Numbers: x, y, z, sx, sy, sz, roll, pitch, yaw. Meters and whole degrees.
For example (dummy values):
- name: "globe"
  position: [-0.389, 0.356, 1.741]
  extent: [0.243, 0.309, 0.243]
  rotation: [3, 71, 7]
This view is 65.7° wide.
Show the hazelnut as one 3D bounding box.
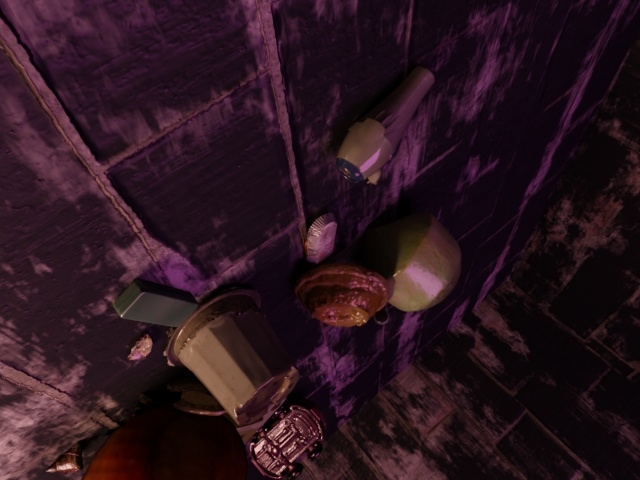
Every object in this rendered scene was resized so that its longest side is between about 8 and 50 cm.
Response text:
- name: "hazelnut"
  position: [-0.390, 0.595, 1.254]
  extent: [0.402, 0.402, 0.429]
  rotation: [-56, 161, 21]

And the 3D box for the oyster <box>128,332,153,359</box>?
- name: "oyster"
  position: [-0.406, 0.238, 1.124]
  extent: [0.054, 0.019, 0.083]
  rotation: [-9, 138, -47]

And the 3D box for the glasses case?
- name: "glasses case"
  position: [-0.341, 0.135, 1.045]
  extent: [0.077, 0.039, 0.184]
  rotation: [-47, 153, 5]

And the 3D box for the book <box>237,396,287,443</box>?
- name: "book"
  position: [-0.300, 0.720, 1.910]
  extent: [0.352, 0.035, 0.239]
  rotation: [-50, 148, 10]

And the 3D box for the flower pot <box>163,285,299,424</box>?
- name: "flower pot"
  position: [-0.196, 0.291, 1.226]
  extent: [0.290, 0.259, 0.290]
  rotation: [-35, 151, -23]

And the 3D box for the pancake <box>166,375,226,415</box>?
- name: "pancake"
  position: [-0.293, 0.403, 1.306]
  extent: [0.212, 0.235, 0.029]
  rotation: [7, 94, -20]

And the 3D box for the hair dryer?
- name: "hair dryer"
  position: [0.166, -0.263, 1.165]
  extent: [0.295, 0.119, 0.298]
  rotation: [-56, 167, 13]

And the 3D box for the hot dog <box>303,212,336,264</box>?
- name: "hot dog"
  position: [0.000, 0.000, 1.320]
  extent: [0.099, 0.053, 0.192]
  rotation: [-33, 154, -20]

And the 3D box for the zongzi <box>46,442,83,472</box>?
- name: "zongzi"
  position: [-0.627, 0.553, 1.240]
  extent: [0.084, 0.067, 0.073]
  rotation: [-20, 160, -7]

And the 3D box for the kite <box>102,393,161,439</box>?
- name: "kite"
  position: [-0.507, 0.523, 1.391]
  extent: [0.234, 0.016, 0.321]
  rotation: [-1, 130, -56]

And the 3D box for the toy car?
- name: "toy car"
  position: [-0.130, 0.826, 2.119]
  extent: [0.341, 0.271, 0.240]
  rotation: [-41, 173, -1]

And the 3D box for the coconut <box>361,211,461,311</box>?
- name: "coconut"
  position: [0.273, 0.059, 1.556]
  extent: [0.281, 0.329, 0.328]
  rotation: [-85, -160, -58]

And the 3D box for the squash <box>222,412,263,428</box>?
- name: "squash"
  position: [-0.334, 0.514, 1.598]
  extent: [0.289, 0.202, 0.111]
  rotation: [-15, 162, 21]

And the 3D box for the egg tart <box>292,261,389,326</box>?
- name: "egg tart"
  position: [0.058, 0.173, 1.426]
  extent: [0.291, 0.115, 0.290]
  rotation: [3, 145, 2]

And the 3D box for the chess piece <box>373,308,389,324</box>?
- name: "chess piece"
  position: [0.268, 0.335, 2.154]
  extent: [0.067, 0.067, 0.103]
  rotation: [-44, 161, -2]
